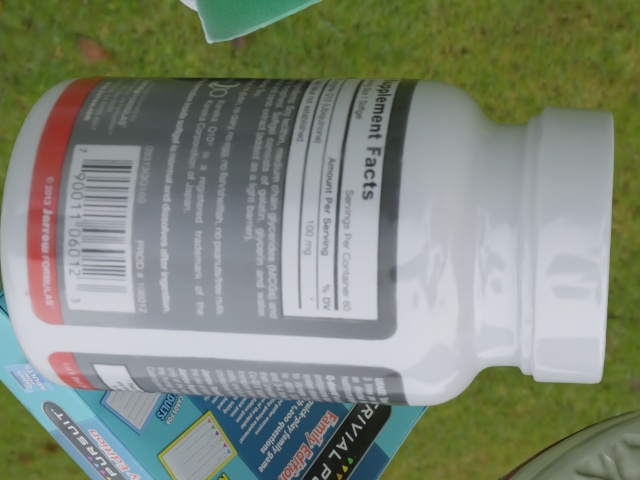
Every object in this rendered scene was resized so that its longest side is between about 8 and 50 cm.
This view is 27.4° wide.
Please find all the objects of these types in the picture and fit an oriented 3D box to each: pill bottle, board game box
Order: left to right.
[{"bbox_3d":[-0.091,0.103,1.065,0.079,0.254,0.336,-22,111,48],"label":"board game box"},{"bbox_3d":[0.000,0.000,0.847,0.363,0.210,0.210,2,149,10],"label":"pill bottle"}]

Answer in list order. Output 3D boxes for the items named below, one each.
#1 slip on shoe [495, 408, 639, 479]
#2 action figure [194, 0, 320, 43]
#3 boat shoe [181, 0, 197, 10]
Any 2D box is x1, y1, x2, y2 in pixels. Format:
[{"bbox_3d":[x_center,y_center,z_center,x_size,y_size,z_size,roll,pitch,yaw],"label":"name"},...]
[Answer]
[{"bbox_3d":[0.037,0.148,0.338,0.123,0.331,0.101,52,145,7],"label":"slip on shoe"},{"bbox_3d":[0.059,-0.154,0.500,0.232,0.137,0.063,-19,147,9],"label":"action figure"},{"bbox_3d":[-0.049,-0.366,1.219,0.121,0.335,0.119,19,-177,8],"label":"boat shoe"}]
